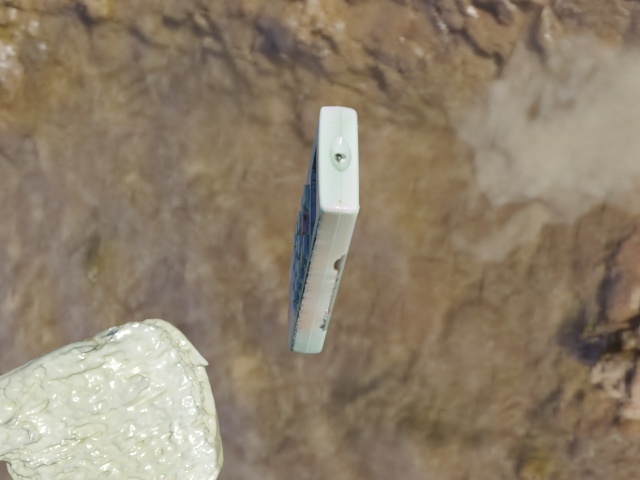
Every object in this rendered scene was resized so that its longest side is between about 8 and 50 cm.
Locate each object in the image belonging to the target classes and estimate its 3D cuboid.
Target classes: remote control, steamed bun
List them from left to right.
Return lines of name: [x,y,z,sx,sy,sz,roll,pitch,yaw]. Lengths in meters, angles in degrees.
steamed bun: [-0.263,0.259,1.587,0.290,0.273,0.272,-18,85,9]
remote control: [-0.001,0.000,1.439,0.344,0.050,0.145,103,169,-56]
